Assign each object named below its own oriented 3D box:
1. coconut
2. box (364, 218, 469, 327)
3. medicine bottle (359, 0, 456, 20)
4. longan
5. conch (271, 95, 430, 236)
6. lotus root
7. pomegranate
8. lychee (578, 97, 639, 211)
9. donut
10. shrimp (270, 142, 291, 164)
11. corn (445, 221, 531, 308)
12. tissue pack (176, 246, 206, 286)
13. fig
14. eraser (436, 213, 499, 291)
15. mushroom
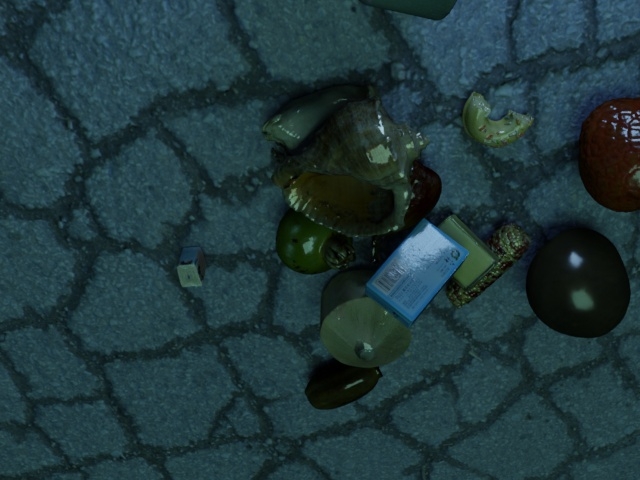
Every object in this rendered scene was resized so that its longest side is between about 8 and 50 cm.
[{"bbox_3d":[0.112,0.215,1.629,0.239,0.244,0.239,-2,122,-4],"label":"coconut"},{"bbox_3d":[0.233,0.079,1.511,0.142,0.232,0.083,38,163,14],"label":"box"},{"bbox_3d":[0.112,-0.554,1.139,0.289,0.245,0.245,7,122,-10],"label":"medicine bottle"},{"bbox_3d":[0.675,0.114,1.611,0.300,0.243,0.300,-18,119,-35],"label":"longan"},{"bbox_3d":[0.081,-0.159,1.349,0.352,0.210,0.297,-2,123,39],"label":"conch"},{"bbox_3d":[0.064,0.416,1.824,0.241,0.124,0.123,-32,130,16],"label":"lotus root"},{"bbox_3d":[0.000,0.000,1.492,0.202,0.248,0.202,-17,121,-29],"label":"pomegranate"},{"bbox_3d":[0.722,-0.183,1.417,0.300,0.255,0.255,43,115,9],"label":"lychee"},{"bbox_3d":[0.403,-0.268,1.446,0.165,0.065,0.108,17,120,-14],"label":"donut"},{"bbox_3d":[-0.089,-0.196,1.485,0.038,0.029,0.092,-26,115,22],"label":"shrimp"},{"bbox_3d":[0.435,0.072,1.649,0.098,0.098,0.290,30,120,-20],"label":"corn"},{"bbox_3d":[-0.331,0.067,1.594,0.058,0.094,0.074,-8,120,3],"label":"tissue pack"},{"bbox_3d":[0.177,-0.071,1.501,0.170,0.145,0.274,21,104,-15],"label":"fig"},{"bbox_3d":[0.357,0.031,1.589,0.172,0.058,0.117,46,114,11],"label":"eraser"},{"bbox_3d":[-0.002,-0.287,1.390,0.277,0.096,0.099,-23,148,-1],"label":"mushroom"}]
